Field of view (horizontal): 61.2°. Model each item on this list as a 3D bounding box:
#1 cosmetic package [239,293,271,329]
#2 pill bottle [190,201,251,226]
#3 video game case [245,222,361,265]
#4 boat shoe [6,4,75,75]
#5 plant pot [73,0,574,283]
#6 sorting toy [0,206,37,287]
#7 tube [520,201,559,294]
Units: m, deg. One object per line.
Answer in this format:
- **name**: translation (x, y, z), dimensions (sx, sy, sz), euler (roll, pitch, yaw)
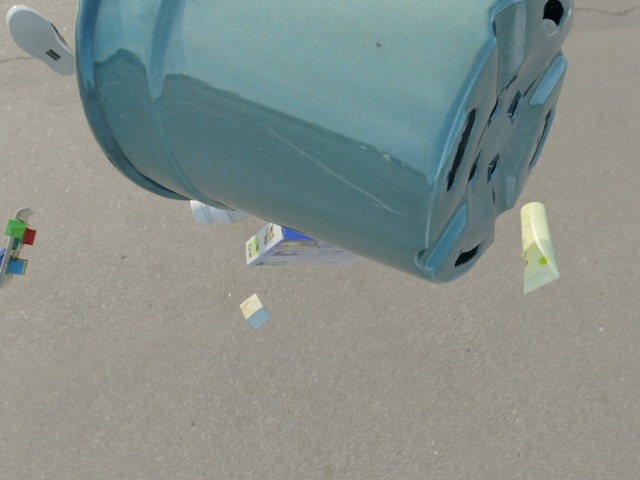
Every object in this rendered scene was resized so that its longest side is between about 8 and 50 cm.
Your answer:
- **cosmetic package**: translation (-0.180, 0.193, 1.483), dimensions (0.060, 0.115, 0.041), euler (-39, 110, -7)
- **pill bottle**: translation (-0.289, -0.124, 1.732), dimensions (0.229, 0.131, 0.131), euler (-17, 60, 0)
- **video game case**: translation (0.000, 0.000, 1.179), dimensions (0.269, 0.244, 0.061), euler (0, 76, -25)
- **boat shoe**: translation (-0.584, -0.424, 1.127), dimensions (0.077, 0.219, 0.070), euler (-33, 80, -5)
- **plant pot**: translation (0.020, -0.141, 0.507), dimensions (0.334, 0.341, 0.341), euler (26, 55, 30)
- **sorting toy**: translation (-0.677, 0.024, 1.217), dimensions (0.047, 0.347, 0.196), euler (19, 83, -22)
- **tube**: translation (0.506, 0.012, 1.263), dimensions (0.062, 0.070, 0.240), euler (4, 49, 12)
